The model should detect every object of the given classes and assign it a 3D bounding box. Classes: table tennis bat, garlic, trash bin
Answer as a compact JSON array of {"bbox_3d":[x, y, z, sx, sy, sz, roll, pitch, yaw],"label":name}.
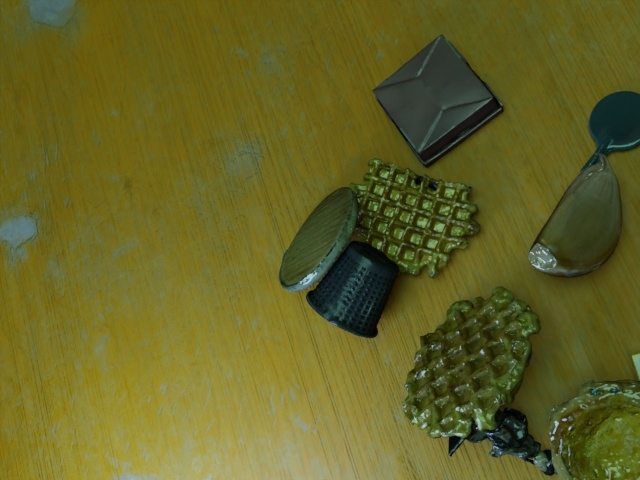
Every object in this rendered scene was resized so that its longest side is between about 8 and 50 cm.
[{"bbox_3d":[0.591,-0.213,1.467,0.124,0.033,0.201,32,90,27],"label":"table tennis bat"},{"bbox_3d":[0.499,-0.035,1.398,0.145,0.164,0.244,27,85,42],"label":"garlic"},{"bbox_3d":[0.081,0.095,1.527,0.175,0.175,0.161,36,106,25],"label":"trash bin"}]

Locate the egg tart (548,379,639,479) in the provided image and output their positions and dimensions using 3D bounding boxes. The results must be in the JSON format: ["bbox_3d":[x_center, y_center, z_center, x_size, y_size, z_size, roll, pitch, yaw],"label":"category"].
[{"bbox_3d":[0.545,0.368,1.304,0.291,0.107,0.290,5,104,19],"label":"egg tart"}]

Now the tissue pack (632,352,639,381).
[{"bbox_3d":[0.673,0.237,1.320,0.176,0.062,0.095,-19,70,20],"label":"tissue pack"}]

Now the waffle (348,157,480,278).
[{"bbox_3d":[0.203,-0.060,1.585,0.283,0.065,0.309,-29,73,18],"label":"waffle"}]

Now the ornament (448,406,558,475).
[{"bbox_3d":[0.368,0.397,1.388,0.196,0.166,0.153,37,96,10],"label":"ornament"}]

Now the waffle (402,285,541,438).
[{"bbox_3d":[0.285,0.235,1.397,0.325,0.068,0.302,-59,22,-17],"label":"waffle"}]

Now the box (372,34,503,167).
[{"bbox_3d":[0.255,-0.312,1.600,0.215,0.086,0.215,-36,68,12],"label":"box"}]

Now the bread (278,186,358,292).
[{"bbox_3d":[0.000,0.000,1.589,0.267,0.040,0.267,-46,22,24],"label":"bread"}]
